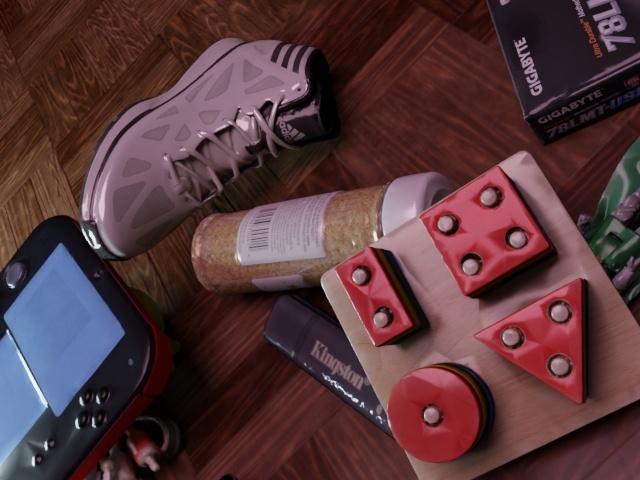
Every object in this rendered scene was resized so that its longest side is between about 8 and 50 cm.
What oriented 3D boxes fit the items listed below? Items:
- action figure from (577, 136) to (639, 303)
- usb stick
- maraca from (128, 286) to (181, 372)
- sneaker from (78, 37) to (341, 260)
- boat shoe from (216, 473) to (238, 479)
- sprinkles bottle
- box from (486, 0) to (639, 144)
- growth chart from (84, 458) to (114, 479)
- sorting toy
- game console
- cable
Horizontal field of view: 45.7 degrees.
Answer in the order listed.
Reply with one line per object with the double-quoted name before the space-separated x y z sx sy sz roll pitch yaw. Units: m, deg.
"action figure" 0.294 0.009 0.758 0.232 0.063 0.137 -50 47 8
"usb stick" 0.028 0.143 0.896 0.278 0.045 0.077 29 88 45
"maraca" -0.286 0.142 1.119 0.127 0.099 0.186 -40 62 -13
"sneaker" -0.136 -0.148 1.080 0.258 0.169 0.447 6 51 39
"boat shoe" -0.136 0.332 0.880 0.049 0.042 0.133 8 47 41
"sprinkles bottle" 0.000 0.000 0.955 0.355 0.121 0.121 -8 59 36
"box" 0.352 -0.297 0.894 0.293 0.073 0.295 -24 50 25
"growth chart" -0.320 0.383 0.992 0.237 0.021 0.172 -33 53 44
"sorting toy" 0.146 0.081 0.727 0.257 0.089 0.255 -33 72 18
"game console" -0.393 0.173 1.057 0.342 0.060 0.386 -48 50 0
"cable" -0.290 0.260 1.060 0.139 0.072 0.287 -55 45 2
